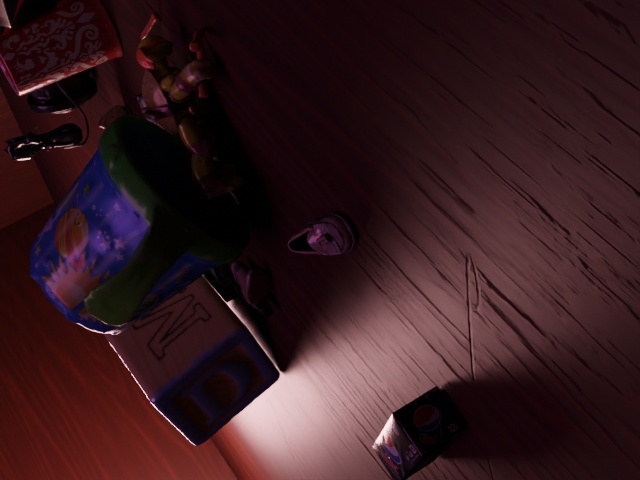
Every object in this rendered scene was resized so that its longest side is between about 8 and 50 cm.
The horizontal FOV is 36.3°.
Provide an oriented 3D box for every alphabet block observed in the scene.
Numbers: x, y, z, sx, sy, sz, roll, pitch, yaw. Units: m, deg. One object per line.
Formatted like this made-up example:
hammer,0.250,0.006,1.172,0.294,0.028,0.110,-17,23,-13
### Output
alphabet block,-0.217,0.189,1.649,0.197,0.193,0.192,44,168,37

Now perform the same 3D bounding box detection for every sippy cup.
sippy cup,-0.249,-0.005,1.272,0.240,0.224,0.305,50,-165,13

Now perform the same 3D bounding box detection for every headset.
headset,-0.506,-0.311,1.734,0.243,0.185,0.394,87,160,-58

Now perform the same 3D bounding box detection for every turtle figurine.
turtle figurine,-0.166,-0.157,1.164,0.269,0.087,0.217,23,139,64

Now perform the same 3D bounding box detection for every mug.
mug,-0.411,-0.311,1.481,0.150,0.169,0.113,60,164,-1

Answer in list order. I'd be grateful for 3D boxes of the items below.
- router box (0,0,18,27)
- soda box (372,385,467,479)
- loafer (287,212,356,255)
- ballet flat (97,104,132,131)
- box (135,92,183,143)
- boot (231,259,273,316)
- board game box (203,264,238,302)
router box,-0.394,-0.436,1.146,0.309,0.080,0.243,116,164,-70
soda box,0.102,0.212,1.045,0.053,0.060,0.169,56,163,18
loafer,0.000,0.000,1.025,0.045,0.039,0.125,63,163,-6
ballet flat,-0.331,-0.135,1.716,0.073,0.067,0.206,19,137,65
box,-0.222,-0.156,1.435,0.137,0.027,0.094,65,162,-15
boot,-0.104,0.058,1.426,0.087,0.042,0.118,49,160,39
board game box,-0.209,-0.027,1.612,0.136,0.030,0.260,40,154,44
